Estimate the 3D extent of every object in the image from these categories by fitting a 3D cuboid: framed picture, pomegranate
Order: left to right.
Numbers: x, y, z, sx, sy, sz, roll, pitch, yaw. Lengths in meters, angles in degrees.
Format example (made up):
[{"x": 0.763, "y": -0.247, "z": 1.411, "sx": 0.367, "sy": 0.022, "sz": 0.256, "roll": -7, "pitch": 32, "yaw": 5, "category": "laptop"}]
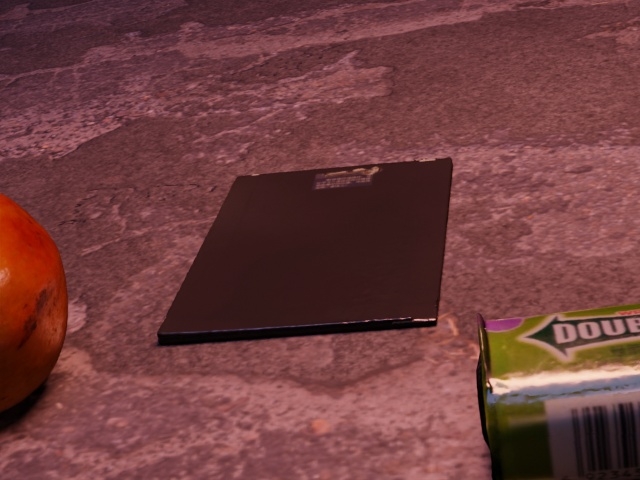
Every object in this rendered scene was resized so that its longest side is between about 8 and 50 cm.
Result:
[{"x": -0.318, "y": 0.046, "z": 0.933, "sx": 0.209, "sy": 0.209, "sz": 0.209, "roll": -9, "pitch": 27, "yaw": 5, "category": "pomegranate"}, {"x": 0.000, "y": 0.000, "z": 1.110, "sx": 0.255, "sy": 0.014, "sz": 0.338, "roll": -5, "pitch": 28, "yaw": 12, "category": "framed picture"}]

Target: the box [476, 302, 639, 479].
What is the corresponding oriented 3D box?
[{"x": 0.277, "y": 0.087, "z": 0.729, "sx": 0.346, "sy": 0.097, "sz": 0.134, "roll": -7, "pitch": 25, "yaw": 10, "category": "box"}]
